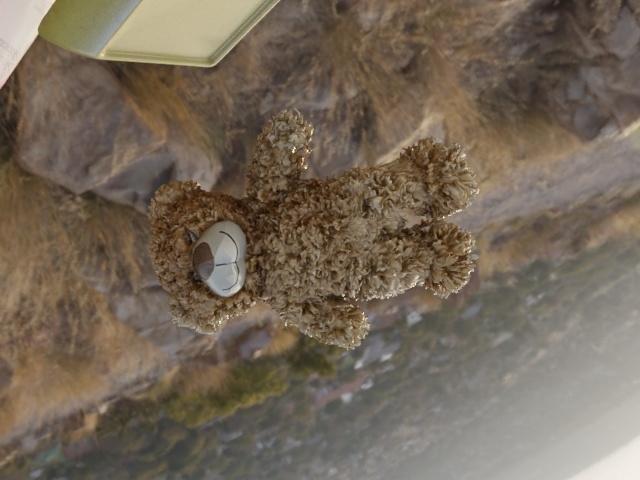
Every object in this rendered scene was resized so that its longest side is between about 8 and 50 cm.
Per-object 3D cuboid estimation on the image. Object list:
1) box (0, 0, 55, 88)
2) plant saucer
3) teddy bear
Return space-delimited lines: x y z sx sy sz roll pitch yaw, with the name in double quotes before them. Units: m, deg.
"box" -0.548 -0.337 1.242 0.232 0.127 0.148 -58 170 -3
"plant saucer" -0.198 -0.362 1.188 0.333 0.080 0.333 -9 161 -47
"teddy bear" 0.000 0.000 0.789 0.338 0.113 0.245 8 116 -14
